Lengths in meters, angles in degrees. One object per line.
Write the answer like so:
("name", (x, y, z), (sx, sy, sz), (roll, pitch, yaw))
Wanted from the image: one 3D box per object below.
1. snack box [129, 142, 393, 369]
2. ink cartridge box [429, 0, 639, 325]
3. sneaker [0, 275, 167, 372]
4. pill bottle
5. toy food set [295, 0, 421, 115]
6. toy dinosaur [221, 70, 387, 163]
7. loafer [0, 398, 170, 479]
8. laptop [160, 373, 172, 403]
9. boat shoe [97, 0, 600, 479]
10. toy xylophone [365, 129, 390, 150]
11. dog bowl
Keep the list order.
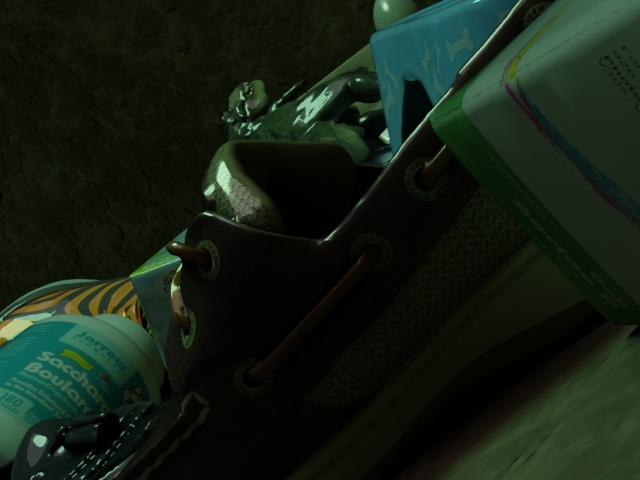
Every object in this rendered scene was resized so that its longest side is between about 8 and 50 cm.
("snack box", (0.000, 0.000, 1.018), (0.174, 0.070, 0.207), (-20, 8, 11))
("ink cartridge box", (0.126, -0.059, 0.413), (0.154, 0.093, 0.212), (-42, 1, -7))
("sneaker", (-0.181, 0.082, 1.557), (0.321, 0.125, 0.180), (-23, 4, -8))
("pill bottle", (-0.221, 0.150, 1.381), (0.146, 0.146, 0.264), (-39, 3, 29))
("toy food set", (0.094, -0.205, 1.581), (0.219, 0.092, 0.306), (-40, 2, -38))
("toy dinosaur", (0.017, -0.077, 1.049), (0.118, 0.064, 0.268), (-25, 12, -11))
("loafer", (-0.174, 0.160, 1.071), (0.302, 0.095, 0.109), (-38, 3, 45))
("laptop", (-0.171, 0.175, 1.739), (0.234, 0.136, 0.264), (-43, -22, -47))
("boat shoe", (0.005, 0.013, 0.614), (0.342, 0.123, 0.123), (-39, 3, 26))
("toy xylophone", (0.121, -0.117, 1.640), (0.236, 0.081, 0.323), (-39, 2, 1))
("dog bowl", (0.111, -0.096, 0.819), (0.166, 0.074, 0.297), (-24, 6, -7))
